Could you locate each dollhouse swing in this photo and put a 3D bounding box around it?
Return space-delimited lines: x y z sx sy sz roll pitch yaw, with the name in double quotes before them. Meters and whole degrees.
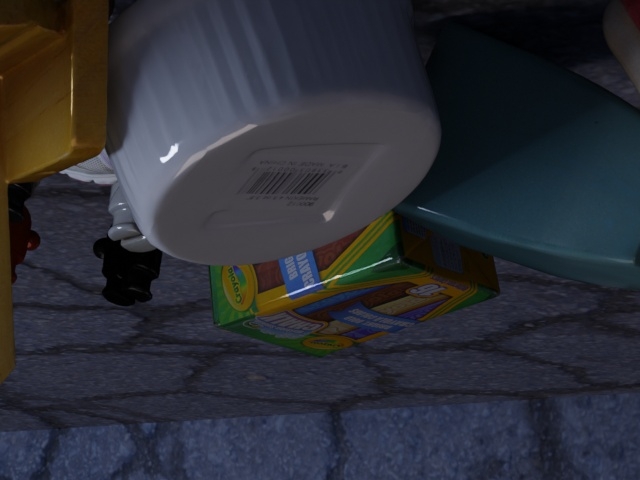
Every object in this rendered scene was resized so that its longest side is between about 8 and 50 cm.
"dollhouse swing" -0.349 -0.003 1.300 0.347 0.305 0.315 -5 178 -26

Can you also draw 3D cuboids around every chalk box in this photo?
"chalk box" 0.000 0.000 1.724 0.289 0.180 0.179 -21 155 31

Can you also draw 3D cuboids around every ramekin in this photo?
"ramekin" -0.039 -0.095 1.365 0.277 0.135 0.277 -16 155 -8

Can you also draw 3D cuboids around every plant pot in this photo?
"plant pot" 0.202 -0.055 1.457 0.234 0.165 0.166 23 179 36

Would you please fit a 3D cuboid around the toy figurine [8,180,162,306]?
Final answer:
"toy figurine" -0.240 -0.047 1.698 0.213 0.148 0.209 9 153 -5

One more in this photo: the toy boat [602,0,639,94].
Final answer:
"toy boat" 0.340 -0.151 1.378 0.151 0.151 0.231 -40 145 22

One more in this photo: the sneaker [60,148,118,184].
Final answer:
"sneaker" -0.145 -0.121 1.550 0.252 0.103 0.111 -9 159 9

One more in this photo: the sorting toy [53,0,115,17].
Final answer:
"sorting toy" -0.216 -0.226 1.287 0.307 0.041 0.229 1 160 -2
